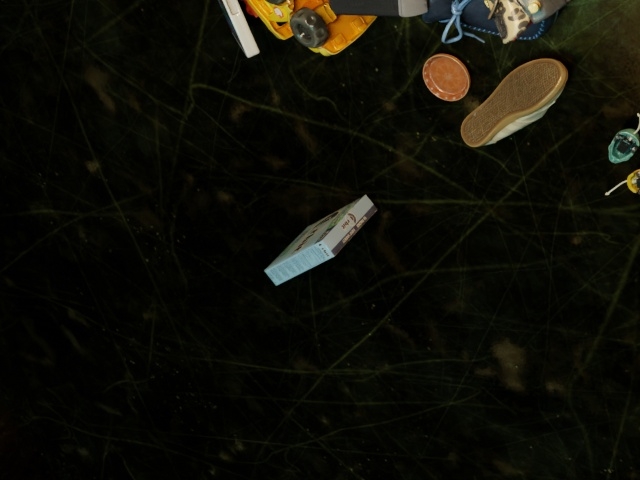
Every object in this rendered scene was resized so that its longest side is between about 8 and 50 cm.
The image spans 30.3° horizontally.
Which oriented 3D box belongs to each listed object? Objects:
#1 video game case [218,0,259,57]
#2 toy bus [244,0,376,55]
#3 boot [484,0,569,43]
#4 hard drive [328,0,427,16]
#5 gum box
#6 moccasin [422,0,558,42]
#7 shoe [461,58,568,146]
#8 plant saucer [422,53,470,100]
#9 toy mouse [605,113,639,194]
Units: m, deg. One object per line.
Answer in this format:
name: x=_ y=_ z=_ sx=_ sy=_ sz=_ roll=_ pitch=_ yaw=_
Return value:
video game case: x=-0.180 y=-0.456 z=1.960 sx=0.204 sy=0.025 sz=0.285 roll=-119 pitch=5 yaw=-66
toy bus: x=-0.046 y=-0.397 z=1.925 sx=0.220 sy=0.149 sz=0.211 roll=51 pitch=152 yaw=-13
boot: x=0.186 y=-0.388 z=1.557 sx=0.284 sy=0.377 sz=0.138 roll=56 pitch=162 yaw=-6
hard drive: x=0.056 y=-0.439 z=1.694 sx=0.172 sy=0.054 sz=0.254 roll=11 pitch=129 yaw=37
gum box: x=0.000 y=0.000 z=2.199 sx=0.041 sy=0.157 sz=0.184 roll=52 pitch=139 yaw=-10
moccasin: x=0.182 y=-0.366 z=1.774 sx=0.342 sy=0.117 sz=0.137 roll=22 pitch=135 yaw=24
shoe: x=0.310 y=-0.217 z=1.854 sx=0.219 sy=0.058 sz=0.076 roll=-35 pitch=68 yaw=45
plant saucer: x=0.206 y=-0.266 z=1.919 sx=0.083 sy=0.013 sz=0.083 roll=22 pitch=136 yaw=24
toy mouse: x=0.496 y=-0.136 z=1.784 sx=0.161 sy=0.031 sz=0.143 roll=2 pitch=125 yaw=37
